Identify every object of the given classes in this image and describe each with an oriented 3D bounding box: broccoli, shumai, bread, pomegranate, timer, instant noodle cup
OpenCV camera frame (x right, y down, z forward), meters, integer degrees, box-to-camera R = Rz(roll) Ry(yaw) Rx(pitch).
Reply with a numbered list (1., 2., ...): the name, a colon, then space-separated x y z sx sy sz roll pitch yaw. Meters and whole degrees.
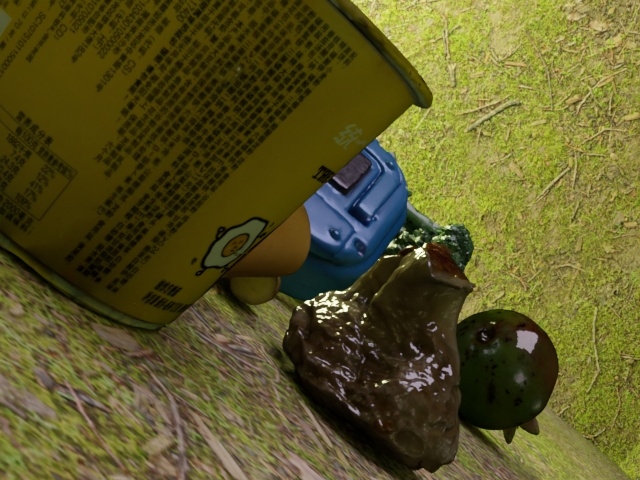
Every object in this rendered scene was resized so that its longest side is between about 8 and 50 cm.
1. broccoli: 0.090 0.008 1.668 0.270 0.270 0.270 7 73 -83
2. shumai: 0.076 0.092 1.026 0.166 0.175 0.206 36 9 -48
3. bread: -0.095 -0.031 1.031 0.147 0.098 0.217 42 23 22
4. pomegranate: 0.270 0.209 1.689 0.181 0.181 0.224 44 -9 46
5. timer: -0.050 -0.092 1.452 0.340 0.115 0.309 40 35 0
6. instant noodle cup: -0.120 -0.109 0.793 0.325 0.254 0.325 41 4 -3

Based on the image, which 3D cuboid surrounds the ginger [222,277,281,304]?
1. ginger: -0.132 -0.027 1.204 0.299 0.065 0.118 47 13 35
